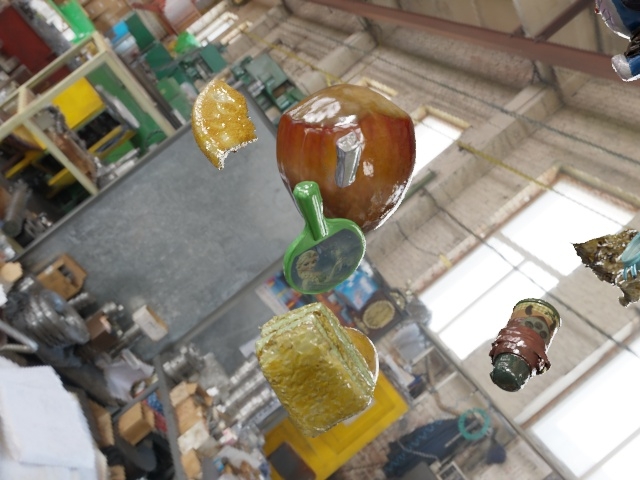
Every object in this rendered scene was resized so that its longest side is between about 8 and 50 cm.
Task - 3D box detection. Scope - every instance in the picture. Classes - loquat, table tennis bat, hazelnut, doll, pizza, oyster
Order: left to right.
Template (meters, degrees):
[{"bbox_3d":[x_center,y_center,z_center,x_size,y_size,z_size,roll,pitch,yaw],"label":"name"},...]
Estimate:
[{"bbox_3d":[-0.288,-0.348,1.792,0.074,0.182,0.365,112,-31,-49],"label":"pizza"},{"bbox_3d":[0.000,0.000,1.051,0.039,0.160,0.257,53,-15,44],"label":"table tennis bat"},{"bbox_3d":[0.059,0.365,1.785,0.235,0.235,0.235,51,-2,3],"label":"loquat"},{"bbox_3d":[0.054,-0.196,1.453,0.366,0.366,0.366,51,-2,3],"label":"hazelnut"},{"bbox_3d":[0.875,0.068,1.728,0.396,0.204,0.111,33,41,-36],"label":"oyster"},{"bbox_3d":[0.814,-0.566,1.488,0.284,0.240,0.310,-3,76,-50],"label":"doll"}]

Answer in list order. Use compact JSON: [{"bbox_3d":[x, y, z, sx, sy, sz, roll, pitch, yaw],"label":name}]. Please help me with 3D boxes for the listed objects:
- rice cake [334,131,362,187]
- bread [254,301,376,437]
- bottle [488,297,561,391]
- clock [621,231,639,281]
[{"bbox_3d":[0.049,-0.145,1.136,0.207,0.047,0.036,85,-21,-77],"label":"rice cake"},{"bbox_3d":[-0.011,0.210,1.006,0.196,0.138,0.102,60,14,-9],"label":"bread"},{"bbox_3d":[0.537,0.284,1.597,0.156,0.271,0.143,-2,-55,41],"label":"bottle"},{"bbox_3d":[0.764,0.031,1.445,0.045,0.147,0.108,38,-9,5],"label":"clock"}]
